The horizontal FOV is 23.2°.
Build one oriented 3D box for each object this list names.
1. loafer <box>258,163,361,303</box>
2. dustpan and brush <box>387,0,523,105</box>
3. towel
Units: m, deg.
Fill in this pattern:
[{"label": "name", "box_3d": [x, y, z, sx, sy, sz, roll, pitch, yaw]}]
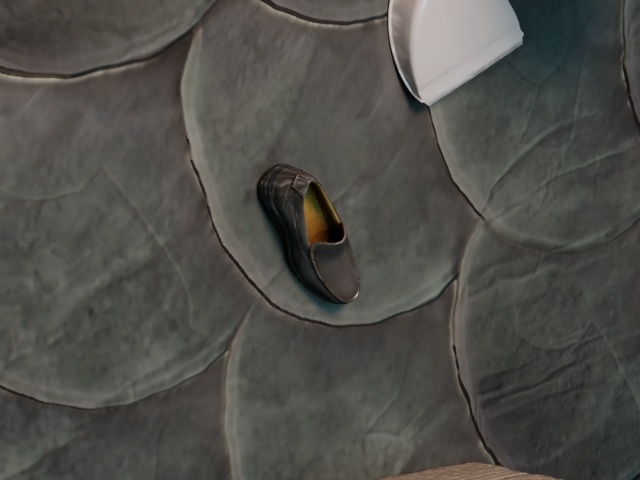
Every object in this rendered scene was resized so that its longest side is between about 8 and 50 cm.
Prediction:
[{"label": "loafer", "box_3d": [0.000, 0.000, 1.555, 0.062, 0.061, 0.170, -48, 124, -25]}, {"label": "dustpan and brush", "box_3d": [0.115, -0.267, 1.621, 0.147, 0.060, 0.211, -34, 124, -17]}, {"label": "towel", "box_3d": [0.130, 0.280, 1.623, 0.282, 0.187, 0.049, -4, 95, -38]}]
